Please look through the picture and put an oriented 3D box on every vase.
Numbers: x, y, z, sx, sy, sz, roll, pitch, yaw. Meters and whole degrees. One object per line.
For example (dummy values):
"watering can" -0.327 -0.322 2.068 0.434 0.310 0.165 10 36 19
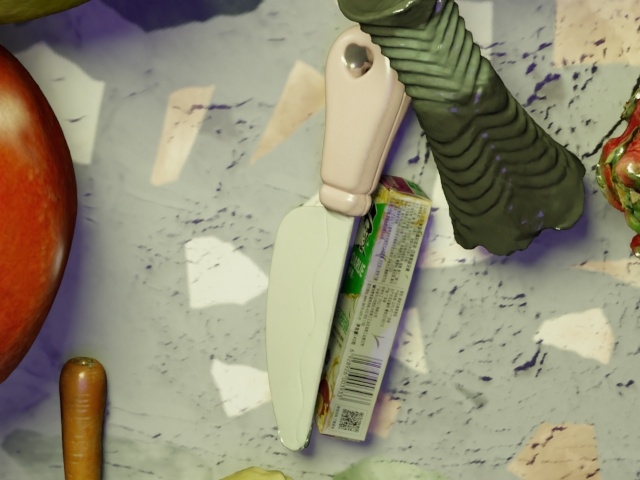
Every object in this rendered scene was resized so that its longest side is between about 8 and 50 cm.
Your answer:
"vase" 0.097 -0.102 1.159 0.115 0.115 0.237 -32 130 5

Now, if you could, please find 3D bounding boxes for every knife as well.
"knife" -0.002 -0.002 1.246 0.081 0.043 0.336 25 106 33

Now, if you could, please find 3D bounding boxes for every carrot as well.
"carrot" -0.185 0.180 1.301 0.037 0.037 0.190 -1 110 -5

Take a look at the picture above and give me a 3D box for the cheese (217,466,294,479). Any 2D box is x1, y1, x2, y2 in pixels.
"cheese" -0.045 0.291 1.308 0.214 0.117 0.226 32 96 -9

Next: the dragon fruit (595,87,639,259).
"dragon fruit" 0.327 -0.025 1.218 0.200 0.198 0.269 -37 120 -5

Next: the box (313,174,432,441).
"box" 0.038 0.053 1.273 0.041 0.050 0.207 11 105 -13

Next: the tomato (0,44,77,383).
"tomato" -0.326 -0.025 1.097 0.325 0.293 0.290 19 101 -4

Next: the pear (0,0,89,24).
"pear" -0.218 -0.304 0.971 0.351 0.413 0.352 -1 73 4
